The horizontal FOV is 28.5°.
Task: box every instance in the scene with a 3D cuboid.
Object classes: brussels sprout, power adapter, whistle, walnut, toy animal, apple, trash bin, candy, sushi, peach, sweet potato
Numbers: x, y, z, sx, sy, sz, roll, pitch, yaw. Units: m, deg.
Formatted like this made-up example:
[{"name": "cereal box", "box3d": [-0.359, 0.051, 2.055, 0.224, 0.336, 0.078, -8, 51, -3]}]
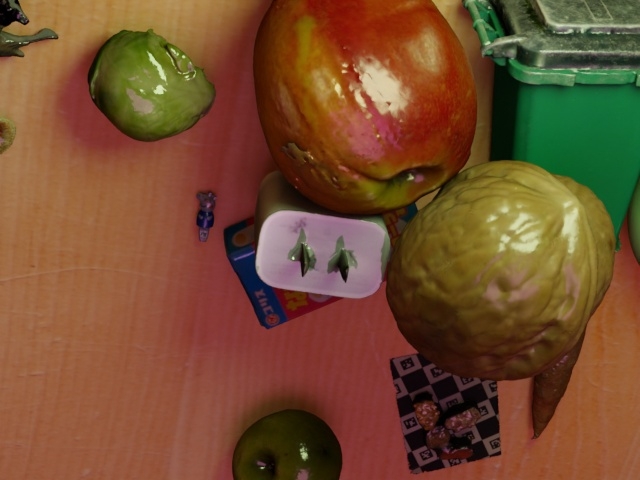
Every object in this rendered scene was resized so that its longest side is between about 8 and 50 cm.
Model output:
[{"name": "brussels sprout", "box3d": [-0.249, -0.217, 1.820, 0.183, 0.131, 0.145, 37, 86, -27]}, {"name": "power adapter", "box3d": [0.000, 0.000, 1.814, 0.187, 0.255, 0.124, 7, 111, -7]}, {"name": "whistle", "box3d": [-0.184, -0.038, 1.991, 0.033, 0.029, 0.083, 6, 109, -4]}, {"name": "walnut", "box3d": [0.252, 0.038, 1.736, 0.333, 0.333, 0.333, -5, 121, -8]}, {"name": "toy animal", "box3d": [-0.475, -0.276, 1.760, 0.202, 0.070, 0.105, -29, 138, -9]}, {"name": "apple", "box3d": [-0.052, 0.389, 2.182, 0.157, 0.196, 0.196, -4, 131, -55]}, {"name": "trash bin", "box3d": [0.353, -0.183, 1.878, 0.295, 0.259, 0.381, 0, 124, -5]}, {"name": "candy", "box3d": [0.014, 0.007, 2.015, 0.306, 0.100, 0.157, -23, 122, 3]}, {"name": "sushi", "box3d": [0.235, 0.318, 2.272, 0.192, 0.043, 0.279, -11, 122, -4]}, {"name": "peach", "box3d": [0.054, -0.217, 1.749, 0.373, 0.372, 0.290, 14, 144, -18]}, {"name": "sweet potato", "box3d": [0.415, 0.229, 2.242, 0.072, 0.066, 0.314, 10, 121, -8]}]

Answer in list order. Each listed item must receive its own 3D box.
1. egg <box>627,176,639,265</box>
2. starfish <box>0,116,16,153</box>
[{"name": "egg", "box3d": [0.607, -0.039, 2.025, 0.220, 0.220, 0.269, -6, 127, -7]}, {"name": "starfish", "box3d": [-0.590, -0.077, 1.877, 0.299, 0.060, 0.302, -10, 122, -8]}]
